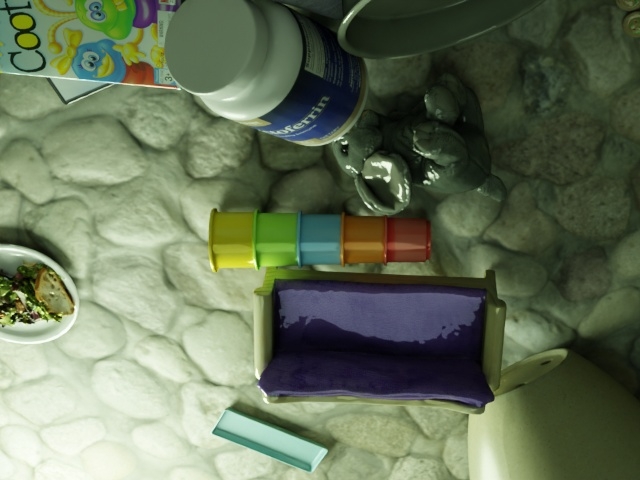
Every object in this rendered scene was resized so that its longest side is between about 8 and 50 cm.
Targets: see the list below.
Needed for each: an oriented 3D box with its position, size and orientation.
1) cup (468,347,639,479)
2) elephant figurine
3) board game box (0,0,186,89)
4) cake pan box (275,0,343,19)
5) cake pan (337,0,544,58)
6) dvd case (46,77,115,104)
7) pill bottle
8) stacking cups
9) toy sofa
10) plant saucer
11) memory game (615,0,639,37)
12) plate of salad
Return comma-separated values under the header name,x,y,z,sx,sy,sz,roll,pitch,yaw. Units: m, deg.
name,x,y,z,sx,sy,sz,roll,pitch,yaw
cup,0.354,0.303,1.855,0.331,0.331,0.237,-25,94,21
elephant figurine,0.096,-0.123,1.652,0.239,0.186,0.169,-16,167,29
board game box,-0.297,-0.292,1.516,0.275,0.144,0.142,5,126,1
cake pan box,0.042,-0.346,1.385,0.267,0.070,0.245,-27,164,31
cake pan,0.153,-0.302,1.452,0.293,0.293,0.054,-21,78,19
dvd case,-0.329,-0.310,1.611,0.180,0.022,0.253,-20,122,19
pill bottle,-0.063,-0.211,1.502,0.153,0.153,0.264,-29,160,24
stacking cups,0.000,0.000,1.765,0.316,0.096,0.096,0,127,5
toy sofa,0.084,0.137,1.798,0.362,0.177,0.150,3,116,3
plant saucer,-0.085,0.334,2.070,0.192,0.018,0.067,24,125,-11
memory game,0.464,-0.309,1.546,0.186,0.012,0.186,2,126,3
plate of salad,-0.474,0.091,1.906,0.199,0.048,0.200,2,127,3
